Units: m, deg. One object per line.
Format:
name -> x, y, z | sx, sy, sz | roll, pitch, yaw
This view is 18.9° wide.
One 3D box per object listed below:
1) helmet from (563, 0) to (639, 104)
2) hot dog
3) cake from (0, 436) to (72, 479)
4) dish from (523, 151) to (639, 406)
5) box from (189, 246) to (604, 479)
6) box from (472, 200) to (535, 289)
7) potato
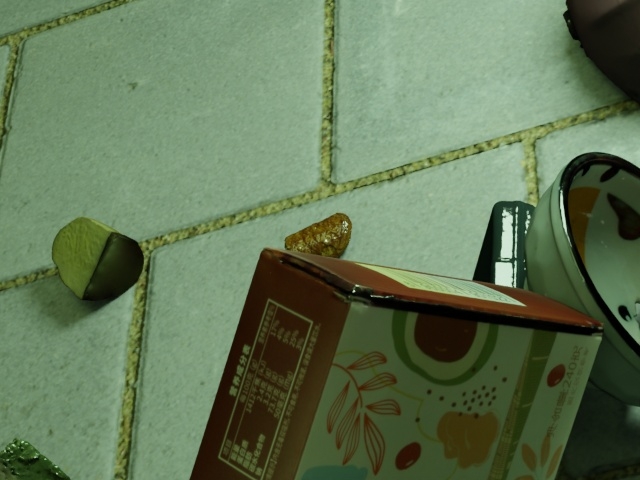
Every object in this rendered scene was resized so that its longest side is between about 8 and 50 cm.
helmet -> 0.393, -0.319, 2.175 | 0.271, 0.197, 0.338 | -27, 43, 10
hot dog -> 0.000, 0.000, 2.226 | 0.083, 0.035, 0.058 | -24, 43, 9
cake -> -0.239, 0.334, 1.884 | 0.172, 0.283, 0.158 | 30, 72, 37
dish -> 0.291, 0.059, 1.867 | 0.120, 0.303, 0.303 | -37, 36, 34
box -> 0.048, 0.219, 1.653 | 0.122, 0.344, 0.385 | 25, 100, 43
box -> 0.184, 0.089, 1.952 | 0.050, 0.160, 0.230 | 8, 49, -2
potato -> -0.273, 0.017, 2.346 | 0.103, 0.066, 0.096 | 42, 103, 42
